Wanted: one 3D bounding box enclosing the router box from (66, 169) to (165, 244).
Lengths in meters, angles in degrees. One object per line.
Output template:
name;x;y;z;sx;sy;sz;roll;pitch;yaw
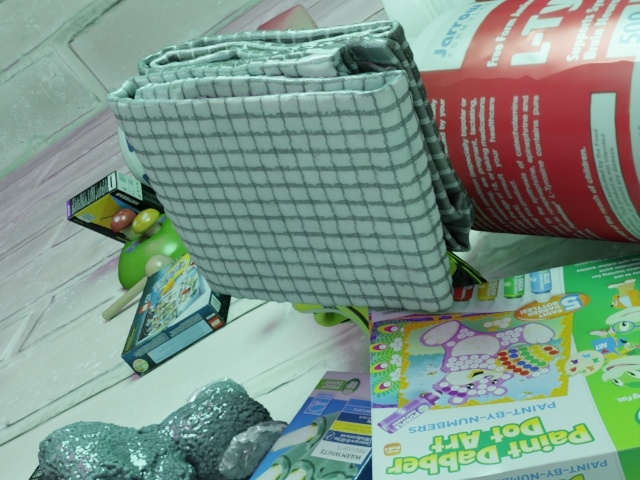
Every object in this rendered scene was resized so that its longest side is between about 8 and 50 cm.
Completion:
router box;-0.358;-0.054;1.892;0.133;0.179;0.046;-27;57;27

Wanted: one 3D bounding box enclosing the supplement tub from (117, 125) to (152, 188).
supplement tub;-0.196;-0.222;1.891;0.316;0.228;0.228;-21;27;36

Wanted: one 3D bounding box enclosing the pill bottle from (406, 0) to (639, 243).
pill bottle;0.218;-0.116;0.951;0.407;0.229;0.229;5;47;48

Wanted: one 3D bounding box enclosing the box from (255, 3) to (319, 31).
box;-0.081;-0.343;2.058;0.127;0.149;0.232;-21;28;36

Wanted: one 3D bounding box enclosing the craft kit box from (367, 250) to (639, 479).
craft kit box;0.162;0.111;0.791;0.249;0.061;0.247;-13;30;8

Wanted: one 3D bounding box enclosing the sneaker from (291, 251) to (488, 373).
sneaker;0.000;0.000;1.080;0.384;0.145;0.147;41;98;38

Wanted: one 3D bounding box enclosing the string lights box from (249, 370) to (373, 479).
string lights box;-0.002;0.235;0.877;0.133;0.077;0.260;-5;39;50

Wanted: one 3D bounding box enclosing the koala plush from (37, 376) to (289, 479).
koala plush;-0.134;0.223;0.994;0.221;0.203;0.196;-32;20;-16

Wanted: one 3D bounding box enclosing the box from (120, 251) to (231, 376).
box;-0.205;0.088;1.537;0.159;0.044;0.233;-32;22;16

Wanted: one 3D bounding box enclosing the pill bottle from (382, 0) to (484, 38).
pill bottle;0.296;-0.402;1.478;0.392;0.224;0.224;-29;23;21

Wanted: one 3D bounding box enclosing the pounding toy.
pounding toy;-0.313;0.004;1.789;0.183;0.110;0.237;-28;23;24

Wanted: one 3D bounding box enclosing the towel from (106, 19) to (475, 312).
towel;-0.016;-0.067;0.900;0.283;0.235;0.121;1;38;31

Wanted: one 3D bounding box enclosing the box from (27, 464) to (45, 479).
box;-0.321;0.334;1.231;0.190;0.045;0.184;-21;25;38
